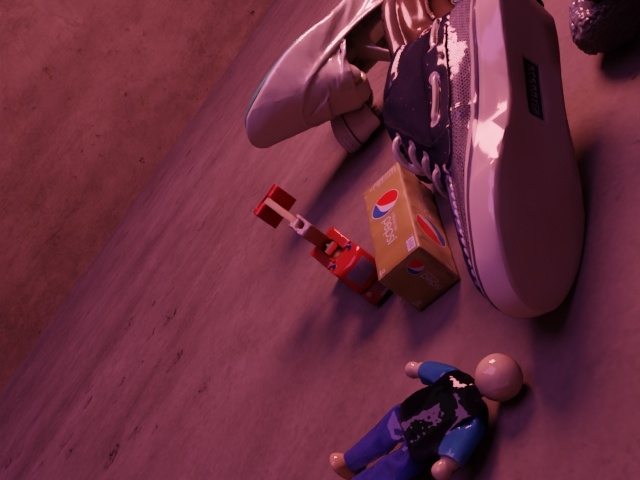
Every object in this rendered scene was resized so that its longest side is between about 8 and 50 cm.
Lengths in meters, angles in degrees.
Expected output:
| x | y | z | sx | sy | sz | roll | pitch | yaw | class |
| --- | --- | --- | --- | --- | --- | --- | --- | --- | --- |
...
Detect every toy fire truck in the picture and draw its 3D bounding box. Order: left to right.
| x | y | z | sx | sy | sz | roll | pitch | yaw | class |
| --- | --- | --- | --- | --- | --- | --- | --- | --- | --- |
| 0.000 | 0.000 | 0.871 | 0.047 | 0.135 | 0.192 | -53 | 22 | 0 | toy fire truck |

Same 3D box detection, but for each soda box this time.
| x | y | z | sx | sy | sz | roll | pitch | yaw | class |
| --- | --- | --- | --- | --- | --- | --- | --- | --- | --- |
| 0.095 | -0.010 | 0.800 | 0.058 | 0.061 | 0.181 | -43 | 25 | 23 | soda box |

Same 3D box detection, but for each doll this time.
| x | y | z | sx | sy | sz | roll | pitch | yaw | class |
| --- | --- | --- | --- | --- | --- | --- | --- | --- | --- |
| 0.085 | 0.151 | 0.606 | 0.189 | 0.046 | 0.129 | -42 | 26 | 24 | doll |

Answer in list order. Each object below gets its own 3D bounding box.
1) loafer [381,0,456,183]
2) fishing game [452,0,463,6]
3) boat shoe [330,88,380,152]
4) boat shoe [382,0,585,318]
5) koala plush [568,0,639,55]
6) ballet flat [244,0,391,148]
| x | y | z | sx | sy | sz | roll | pitch | yaw | class |
| --- | --- | --- | --- | --- | --- | --- | --- | --- | --- |
| 0.163 | -0.223 | 0.926 | 0.130 | 0.134 | 0.366 | -19 | 47 | 24 | loafer |
| 0.223 | -0.342 | 1.071 | 0.264 | 0.041 | 0.189 | -39 | 29 | 30 | fishing game |
| 0.053 | -0.222 | 1.190 | 0.075 | 0.083 | 0.226 | -34 | 39 | 16 | boat shoe |
| 0.138 | -0.076 | 0.683 | 0.158 | 0.127 | 0.341 | -26 | 48 | 46 | boat shoe |
| 0.278 | -0.342 | 0.715 | 0.203 | 0.196 | 0.221 | -33 | 51 | 24 | koala plush |
| 0.052 | -0.279 | 1.095 | 0.400 | 0.139 | 0.139 | -50 | 22 | -11 | ballet flat |
